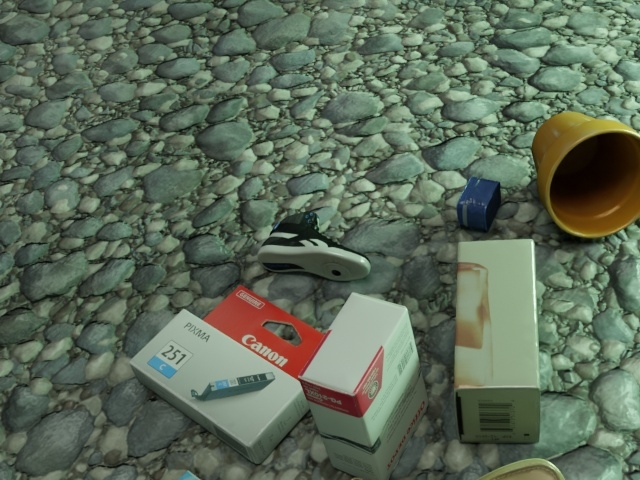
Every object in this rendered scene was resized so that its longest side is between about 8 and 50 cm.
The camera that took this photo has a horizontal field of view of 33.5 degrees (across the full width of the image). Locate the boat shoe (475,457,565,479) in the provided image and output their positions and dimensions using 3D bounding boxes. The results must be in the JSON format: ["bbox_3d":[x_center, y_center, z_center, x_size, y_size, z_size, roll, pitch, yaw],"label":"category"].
[{"bbox_3d":[0.202,0.404,1.452,0.341,0.110,0.122,-30,67,-16],"label":"boat shoe"}]

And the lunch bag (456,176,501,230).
[{"bbox_3d":[0.287,-0.071,1.944,0.065,0.067,0.098,13,50,24],"label":"lunch bag"}]

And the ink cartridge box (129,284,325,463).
[{"bbox_3d":[-0.129,0.199,1.785,0.296,0.066,0.261,27,59,33],"label":"ink cartridge box"}]

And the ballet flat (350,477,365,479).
[{"bbox_3d":[0.090,0.409,1.536,0.057,0.052,0.168,-34,49,-18],"label":"ballet flat"}]

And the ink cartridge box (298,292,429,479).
[{"bbox_3d":[0.071,0.225,1.591,0.100,0.237,0.172,14,52,29],"label":"ink cartridge box"}]

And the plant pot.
[{"bbox_3d":[0.466,-0.137,1.890,0.205,0.205,0.188,-16,30,-2],"label":"plant pot"}]

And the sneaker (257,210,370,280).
[{"bbox_3d":[0.000,0.000,1.935,0.216,0.079,0.121,7,50,21],"label":"sneaker"}]

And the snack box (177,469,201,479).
[{"bbox_3d":[-0.235,0.501,1.520,0.187,0.060,0.322,28,58,33],"label":"snack box"}]

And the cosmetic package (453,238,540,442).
[{"bbox_3d":[0.277,0.155,1.670,0.129,0.153,0.296,-1,45,11],"label":"cosmetic package"}]
